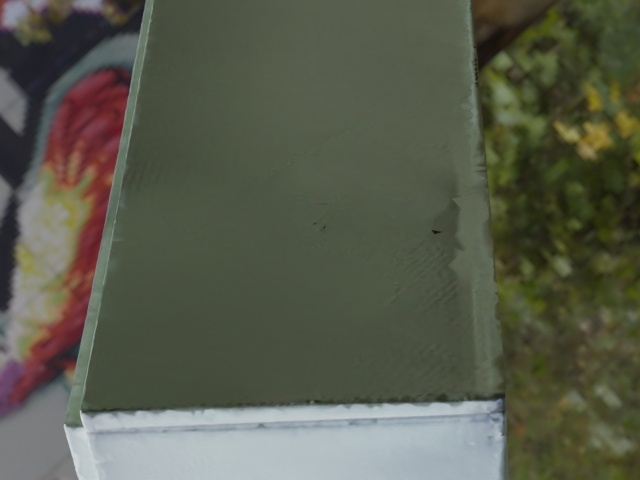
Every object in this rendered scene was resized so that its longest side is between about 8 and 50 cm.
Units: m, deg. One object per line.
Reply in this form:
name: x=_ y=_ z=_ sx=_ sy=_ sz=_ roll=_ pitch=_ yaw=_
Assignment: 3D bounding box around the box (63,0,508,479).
box: x=0.000 y=0.000 z=0.431 sx=0.225 sy=0.086 sz=0.129 roll=-87 pitch=-7 yaw=-47
